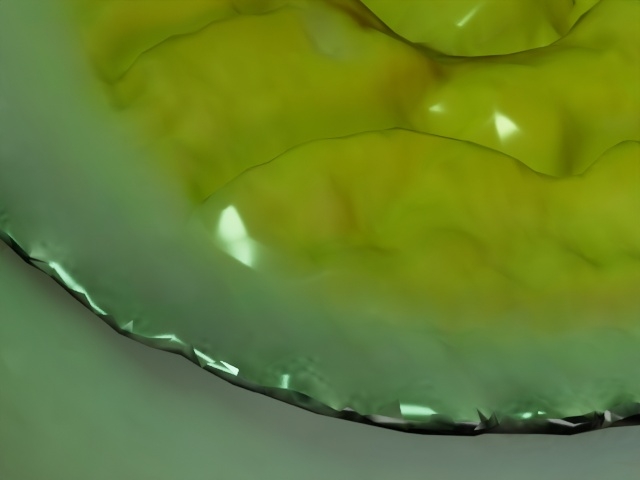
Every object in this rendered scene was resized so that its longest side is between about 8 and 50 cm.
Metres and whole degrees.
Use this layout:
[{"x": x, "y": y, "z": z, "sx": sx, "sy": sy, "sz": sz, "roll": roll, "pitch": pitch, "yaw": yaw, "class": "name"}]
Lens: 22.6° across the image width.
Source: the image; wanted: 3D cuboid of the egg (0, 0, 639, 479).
[{"x": 0.000, "y": 0.000, "z": 0.585, "sx": 0.354, "sy": 0.354, "sz": 0.340, "roll": -26, "pitch": 155, "yaw": -29, "class": "egg"}]
